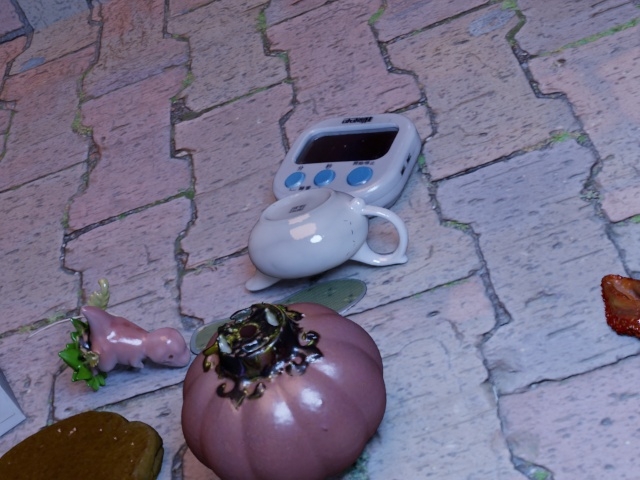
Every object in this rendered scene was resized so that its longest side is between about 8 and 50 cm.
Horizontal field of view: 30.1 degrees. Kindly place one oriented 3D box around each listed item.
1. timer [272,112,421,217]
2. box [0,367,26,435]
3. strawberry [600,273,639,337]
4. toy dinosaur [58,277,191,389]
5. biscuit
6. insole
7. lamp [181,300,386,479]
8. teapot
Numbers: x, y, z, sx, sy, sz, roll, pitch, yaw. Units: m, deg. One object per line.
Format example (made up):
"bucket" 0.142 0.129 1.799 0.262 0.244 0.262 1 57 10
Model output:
"timer" 0.052 -0.133 2.189 0.262 0.087 0.237 -1 43 31
"box" -0.665 0.269 2.095 0.203 0.116 0.274 -34 36 -10
"strawberry" 0.447 0.086 1.691 0.104 0.048 0.152 -29 38 -10
"toy dinosaur" -0.335 0.175 1.984 0.177 0.194 0.152 -29 19 35
"biscuit" -0.394 0.415 1.776 0.359 0.074 0.381 -26 37 3
"insole" -0.073 0.127 2.002 0.322 0.007 0.109 -17 35 12
"lamp" -0.060 0.206 1.685 0.305 0.239 0.305 -16 35 12
"teapot" 0.000 0.000 2.006 0.300 0.166 0.208 -2 13 20
